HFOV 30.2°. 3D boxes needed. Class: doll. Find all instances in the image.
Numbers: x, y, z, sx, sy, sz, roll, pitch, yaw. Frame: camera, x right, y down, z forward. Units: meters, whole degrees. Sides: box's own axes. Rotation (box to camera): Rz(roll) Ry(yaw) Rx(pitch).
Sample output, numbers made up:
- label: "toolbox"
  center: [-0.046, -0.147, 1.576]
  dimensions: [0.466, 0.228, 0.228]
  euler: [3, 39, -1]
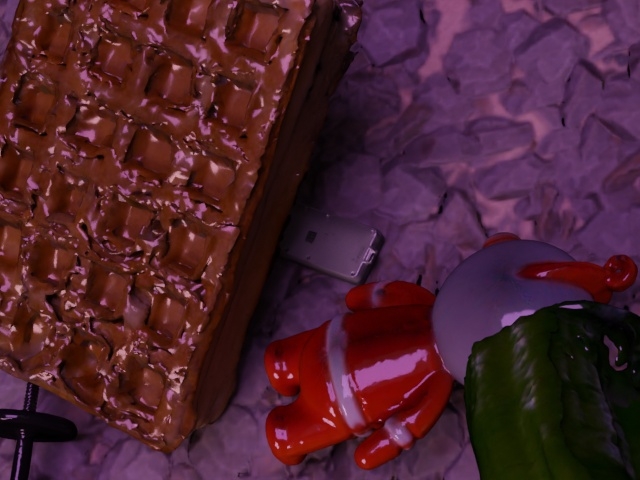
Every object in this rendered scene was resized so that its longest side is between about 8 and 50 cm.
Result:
- label: "doll"
  center: [0.076, 0.061, 0.724]
  dimensions: [0.245, 0.076, 0.142]
  euler: [-22, 44, 15]

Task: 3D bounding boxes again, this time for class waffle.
- label: "waffle"
  center: [-0.118, -0.043, 0.768]
  dimensions: [0.212, 0.091, 0.308]
  euler: [24, 103, 22]

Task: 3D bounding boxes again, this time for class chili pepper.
- label: "chili pepper"
  center: [0.188, 0.212, 0.555]
  dimensions: [0.167, 0.213, 0.385]
  euler: [-41, 51, 26]

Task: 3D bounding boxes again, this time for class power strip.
- label: "power strip"
  center: [0.000, 0.000, 0.813]
  dimensions: [0.090, 0.016, 0.040]
  euler: [19, 76, 26]

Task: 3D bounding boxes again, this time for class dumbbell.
- label: "dumbbell"
  center: [-0.202, 0.152, 0.798]
  dimensions: [0.069, 0.069, 0.147]
  euler: [-4, 67, 19]
